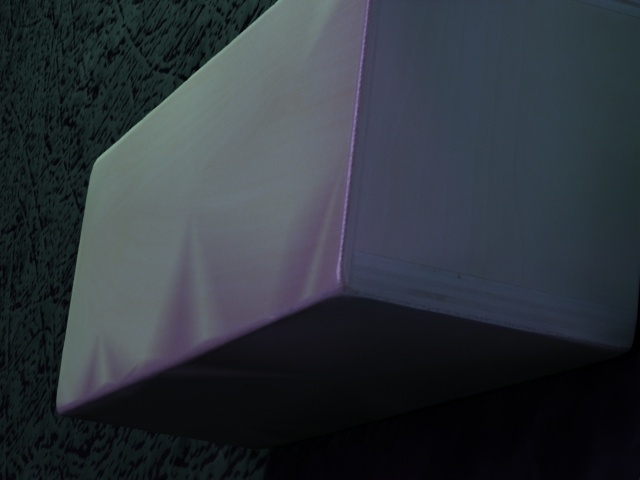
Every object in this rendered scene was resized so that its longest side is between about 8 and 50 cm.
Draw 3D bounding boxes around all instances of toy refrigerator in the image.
[{"bbox_3d":[0.000,0.000,0.581,0.269,0.094,0.102,151,128,-65],"label":"toy refrigerator"}]
